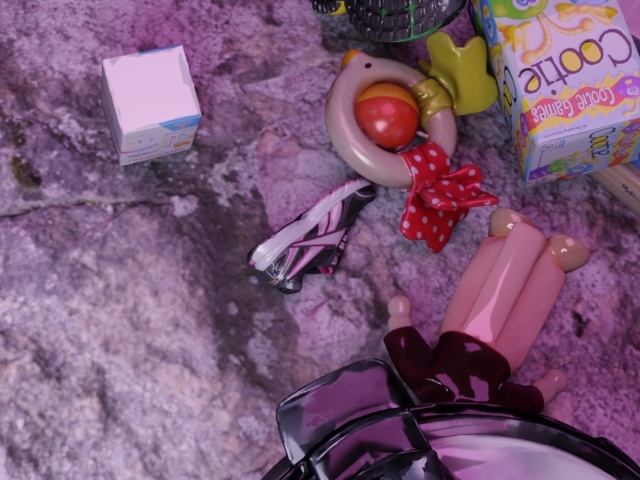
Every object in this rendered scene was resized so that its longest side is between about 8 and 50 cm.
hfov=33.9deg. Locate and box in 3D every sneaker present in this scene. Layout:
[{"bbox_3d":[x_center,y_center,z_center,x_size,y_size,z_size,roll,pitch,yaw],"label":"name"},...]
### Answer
[{"bbox_3d":[0.097,-0.325,1.266,0.146,0.134,0.343,-7,23,-16],"label":"sneaker"},{"bbox_3d":[0.000,0.000,1.194,0.178,0.072,0.077,-37,93,-25],"label":"sneaker"}]

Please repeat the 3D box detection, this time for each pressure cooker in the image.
[{"bbox_3d":[0.094,0.307,0.776,0.370,0.420,0.375,21,78,1],"label":"pressure cooker"}]

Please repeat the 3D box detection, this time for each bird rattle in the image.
[{"bbox_3d":[0.099,-0.121,1.227,0.207,0.143,0.253,18,69,-14],"label":"bird rattle"}]

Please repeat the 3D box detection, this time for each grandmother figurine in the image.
[{"bbox_3d":[0.161,0.119,1.118,0.208,0.104,0.342,21,57,15],"label":"grandmother figurine"}]

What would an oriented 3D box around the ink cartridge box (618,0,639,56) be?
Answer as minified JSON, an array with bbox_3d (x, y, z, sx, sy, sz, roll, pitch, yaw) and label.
[{"bbox_3d":[0.418,-0.306,1.358,0.179,0.045,0.145,33,65,15],"label":"ink cartridge box"}]

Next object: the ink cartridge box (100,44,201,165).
[{"bbox_3d":[-0.198,-0.151,1.210,0.092,0.143,0.089,-15,81,-15],"label":"ink cartridge box"}]

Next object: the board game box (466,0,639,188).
[{"bbox_3d":[0.273,-0.225,1.233,0.142,0.144,0.275,-15,71,1],"label":"board game box"}]

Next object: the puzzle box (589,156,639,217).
[{"bbox_3d":[0.498,-0.107,1.312,0.272,0.052,0.409,-38,71,-25],"label":"puzzle box"}]
